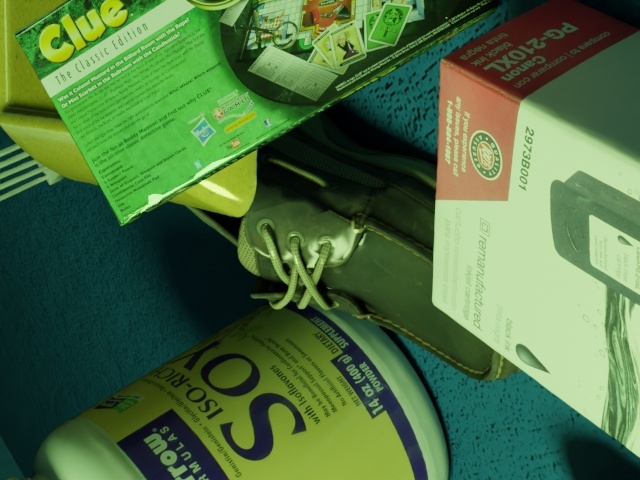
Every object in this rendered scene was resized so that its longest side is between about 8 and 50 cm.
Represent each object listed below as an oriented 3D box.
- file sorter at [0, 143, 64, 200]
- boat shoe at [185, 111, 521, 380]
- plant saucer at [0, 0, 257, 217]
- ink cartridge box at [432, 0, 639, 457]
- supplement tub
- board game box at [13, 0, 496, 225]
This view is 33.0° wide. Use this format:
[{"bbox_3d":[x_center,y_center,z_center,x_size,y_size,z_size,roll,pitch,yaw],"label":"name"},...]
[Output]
[{"bbox_3d":[-0.381,-0.153,1.210,0.193,0.173,0.277,61,153,-1],"label":"file sorter"},{"bbox_3d":[0.000,0.000,0.769,0.355,0.130,0.132,36,144,39],"label":"boat shoe"},{"bbox_3d":[-0.161,-0.196,0.779,0.332,0.080,0.333,13,105,54],"label":"plant saucer"},{"bbox_3d":[0.172,0.010,0.532,0.237,0.100,0.172,37,145,37],"label":"ink cartridge box"},{"bbox_3d":[-0.085,0.212,0.895,0.241,0.331,0.241,39,145,34],"label":"supplement tub"},{"bbox_3d":[-0.042,-0.128,0.638,0.136,0.259,0.030,61,-166,-4],"label":"board game box"}]
